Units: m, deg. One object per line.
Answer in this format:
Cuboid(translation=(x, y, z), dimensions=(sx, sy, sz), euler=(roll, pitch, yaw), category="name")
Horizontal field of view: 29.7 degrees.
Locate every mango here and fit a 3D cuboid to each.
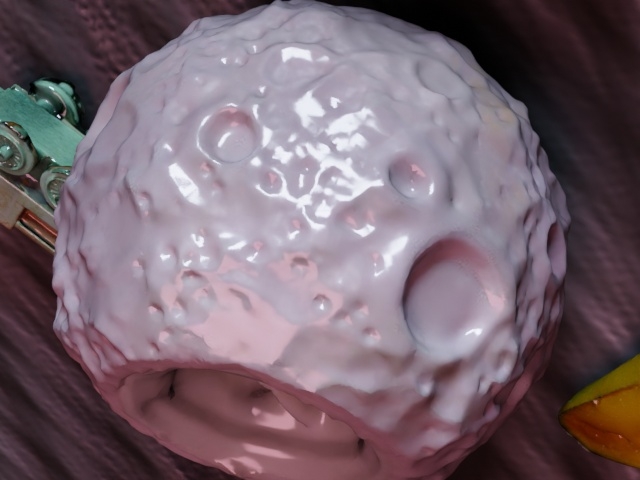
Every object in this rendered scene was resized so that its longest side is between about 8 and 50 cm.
Cuboid(translation=(0.222, 0.091, 0.672), dimensions=(0.188, 0.066, 0.101), euler=(-19, 118, 38), category="mango")

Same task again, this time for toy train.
Cuboid(translation=(-0.160, -0.027, 0.779), dimensions=(0.176, 0.074, 0.118), euler=(38, 137, -6), category="toy train")

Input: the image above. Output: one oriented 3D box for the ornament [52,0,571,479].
Cuboid(translation=(0.000, 0.000, 0.613), dimensions=(0.260, 0.225, 0.259), euler=(13, 151, 7), category="ornament")
